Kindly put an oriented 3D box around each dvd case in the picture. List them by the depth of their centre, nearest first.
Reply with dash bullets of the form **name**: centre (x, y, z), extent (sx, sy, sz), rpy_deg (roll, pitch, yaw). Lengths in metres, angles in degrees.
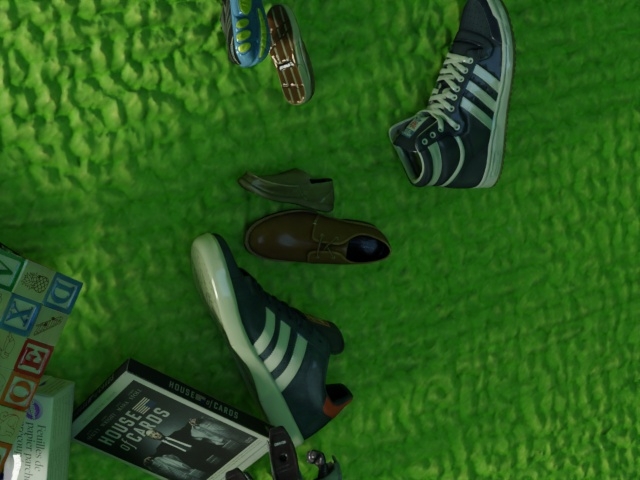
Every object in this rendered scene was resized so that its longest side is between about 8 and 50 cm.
- **dvd case**: centre (-0.201, 0.258, 1.343), extent (0.239, 0.029, 0.179), rpy_deg (30, 127, -24)

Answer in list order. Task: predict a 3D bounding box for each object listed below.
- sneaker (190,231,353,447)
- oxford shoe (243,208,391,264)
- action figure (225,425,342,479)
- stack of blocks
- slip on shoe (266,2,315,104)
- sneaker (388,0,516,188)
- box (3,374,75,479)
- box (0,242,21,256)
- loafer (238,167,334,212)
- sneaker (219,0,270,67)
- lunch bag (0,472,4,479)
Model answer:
- **sneaker**: centre (-0.058, 0.118, 1.368), extent (0.148, 0.131, 0.350), rpy_deg (-28, 121, -11)
- **oxford shoe**: centre (0.000, 0.000, 1.388), extent (0.212, 0.076, 0.076), rpy_deg (0, 104, -19)
- **action figure**: centre (-0.057, 0.346, 1.370), extent (0.185, 0.285, 0.099), rpy_deg (-28, 68, -8)
- **stack of blocks**: centre (-0.426, 0.150, 1.173), extent (0.171, 0.087, 0.297), rpy_deg (30, 80, -44)
- **slip on shoe**: centre (-0.037, -0.250, 1.335), extent (0.041, 0.051, 0.135), rpy_deg (-32, 108, -54)
- **sneaker**: centre (0.180, -0.205, 1.395), extent (0.153, 0.099, 0.282), rpy_deg (-6, 107, -21)
- **box**: centre (-0.376, 0.339, 1.313), extent (0.063, 0.067, 0.324), rpy_deg (10, 104, 11)
- **box**: centre (-0.487, 0.012, 1.225), extent (0.207, 0.036, 0.114), rpy_deg (37, 88, -24)
- **loafer**: centre (-0.044, -0.077, 1.366), extent (0.148, 0.056, 0.050), rpy_deg (12, 97, -33)
- **sneaker**: centre (-0.104, -0.314, 1.277), extent (0.067, 0.078, 0.188), rpy_deg (0, 87, -32)
- **lunch bag**: centre (-0.540, 0.338, 1.249), extent (0.293, 0.138, 0.221), rpy_deg (-9, 104, -32)
